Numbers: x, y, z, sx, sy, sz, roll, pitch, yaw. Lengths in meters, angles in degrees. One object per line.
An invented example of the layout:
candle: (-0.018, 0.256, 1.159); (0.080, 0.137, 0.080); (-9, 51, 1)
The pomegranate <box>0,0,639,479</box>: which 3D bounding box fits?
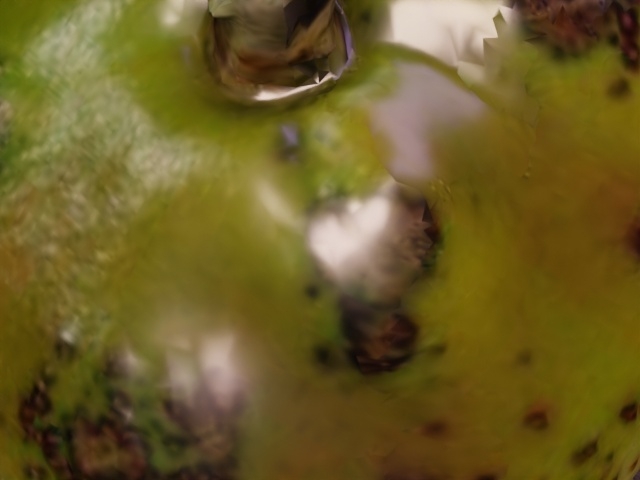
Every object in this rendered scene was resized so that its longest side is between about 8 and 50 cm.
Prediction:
pomegranate: (0.012, 0.010, 0.435); (0.204, 0.222, 0.276); (32, -18, 48)
